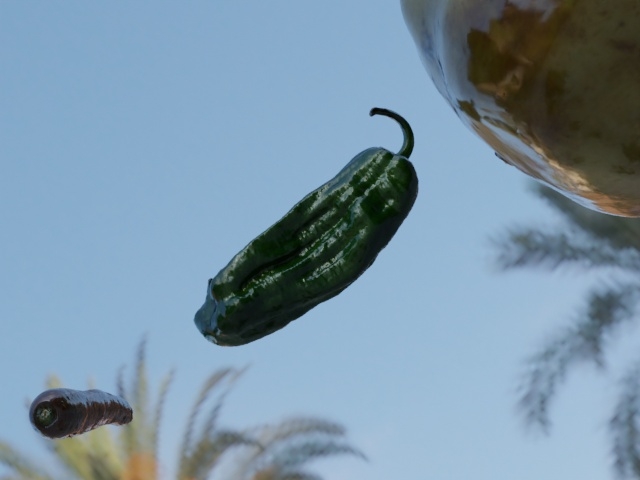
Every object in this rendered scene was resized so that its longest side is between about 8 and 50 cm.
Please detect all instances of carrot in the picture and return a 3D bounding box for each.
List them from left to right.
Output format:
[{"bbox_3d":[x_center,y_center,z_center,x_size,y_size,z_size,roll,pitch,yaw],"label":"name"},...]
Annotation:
[{"bbox_3d":[-0.215,0.157,1.517,0.047,0.047,0.191,-49,-13,5],"label":"carrot"}]

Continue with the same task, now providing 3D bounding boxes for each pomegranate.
[{"bbox_3d":[0.227,-0.185,1.257,0.332,0.332,0.332,-30,-34,-23],"label":"pomegranate"}]

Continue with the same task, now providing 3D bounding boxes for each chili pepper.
[{"bbox_3d":[-0.003,-0.001,1.444,0.257,0.100,0.074,-40,-12,-13],"label":"chili pepper"}]
